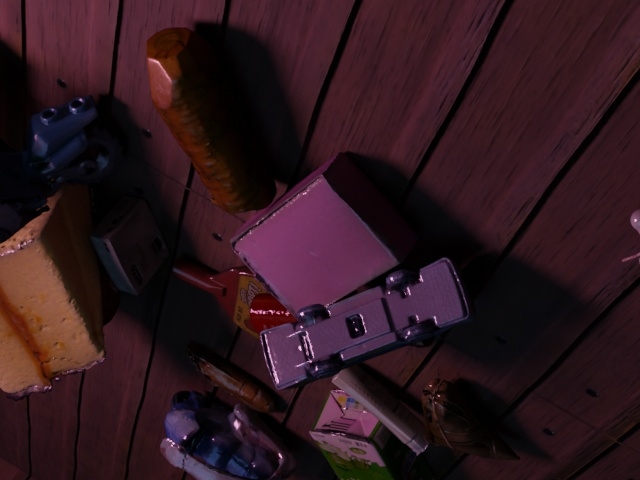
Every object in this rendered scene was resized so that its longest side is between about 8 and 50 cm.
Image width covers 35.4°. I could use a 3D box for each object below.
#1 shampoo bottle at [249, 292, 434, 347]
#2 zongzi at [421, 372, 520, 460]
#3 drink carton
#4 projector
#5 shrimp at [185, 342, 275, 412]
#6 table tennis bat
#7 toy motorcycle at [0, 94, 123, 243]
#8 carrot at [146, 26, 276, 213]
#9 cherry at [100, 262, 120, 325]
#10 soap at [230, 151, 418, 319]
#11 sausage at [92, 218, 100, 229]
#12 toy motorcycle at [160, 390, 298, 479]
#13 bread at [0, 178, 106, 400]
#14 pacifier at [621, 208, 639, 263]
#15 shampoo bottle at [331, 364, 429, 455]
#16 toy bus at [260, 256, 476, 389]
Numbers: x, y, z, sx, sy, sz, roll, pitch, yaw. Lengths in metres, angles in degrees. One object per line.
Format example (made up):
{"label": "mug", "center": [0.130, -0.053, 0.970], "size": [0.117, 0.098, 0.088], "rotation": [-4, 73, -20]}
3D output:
{"label": "shampoo bottle", "center": [0.036, 0.135, 1.678], "size": [0.314, 0.076, 0.118], "rotation": [0, 147, 30]}
{"label": "zongzi", "center": [0.262, 0.308, 1.724], "size": [0.178, 0.081, 0.189], "rotation": [18, 147, 21]}
{"label": "drink carton", "center": [0.098, 0.422, 1.973], "size": [0.161, 0.108, 0.271], "rotation": [3, 135, 36]}
{"label": "projector", "center": [-0.348, 0.008, 1.822], "size": [0.061, 0.115, 0.147], "rotation": [14, 141, 29]}
{"label": "shrimp", "center": [-0.196, 0.296, 2.123], "size": [0.236, 0.053, 0.133], "rotation": [34, 167, -7]}
{"label": "table tennis bat", "center": [-0.130, 0.108, 1.844], "size": [0.310, 0.038, 0.200], "rotation": [23, 142, 9]}
{"label": "toy motorcycle", "center": [-0.536, -0.126, 1.619], "size": [0.416, 0.172, 0.232], "rotation": [-19, 139, -4]}
{"label": "carrot", "center": [-0.164, -0.169, 1.470], "size": [0.114, 0.114, 0.302], "rotation": [7, 139, 32]}
{"label": "cherry", "center": [-0.487, 0.103, 1.998], "size": [0.192, 0.175, 0.249], "rotation": [35, 141, -23]}
{"label": "soap", "center": [0.001, -0.001, 1.525], "size": [0.181, 0.081, 0.259], "rotation": [47, 135, -8]}
{"label": "sausage", "center": [-0.531, -0.026, 1.964], "size": [0.304, 0.078, 0.078], "rotation": [10, 139, 30]}
{"label": "toy motorcycle", "center": [-0.202, 0.432, 2.156], "size": [0.319, 0.182, 0.241], "rotation": [29, 173, 5]}
{"label": "bread", "center": [-0.526, 0.081, 1.892], "size": [0.345, 0.242, 0.405], "rotation": [-5, 132, 26]}
{"label": "pacifier", "center": [0.417, -0.005, 1.256], "size": [0.099, 0.081, 0.078], "rotation": [123, 125, -76]}
{"label": "shampoo bottle", "center": [0.116, 0.306, 1.839], "size": [0.212, 0.072, 0.049], "rotation": [42, 114, 4]}
{"label": "toy bus", "center": [0.079, 0.130, 1.516], "size": [0.329, 0.109, 0.136], "rotation": [-23, 163, 21]}
